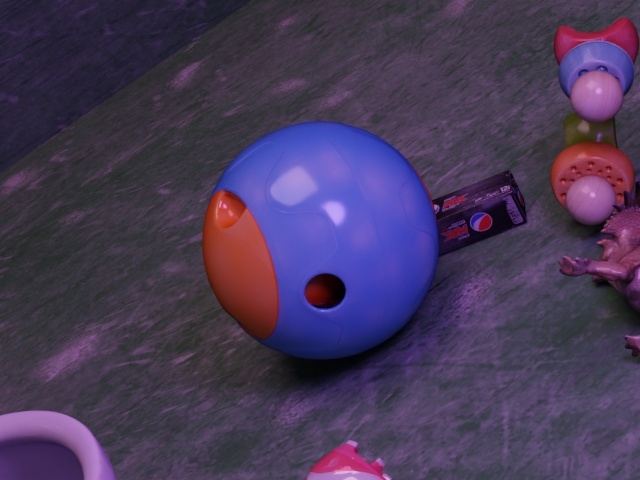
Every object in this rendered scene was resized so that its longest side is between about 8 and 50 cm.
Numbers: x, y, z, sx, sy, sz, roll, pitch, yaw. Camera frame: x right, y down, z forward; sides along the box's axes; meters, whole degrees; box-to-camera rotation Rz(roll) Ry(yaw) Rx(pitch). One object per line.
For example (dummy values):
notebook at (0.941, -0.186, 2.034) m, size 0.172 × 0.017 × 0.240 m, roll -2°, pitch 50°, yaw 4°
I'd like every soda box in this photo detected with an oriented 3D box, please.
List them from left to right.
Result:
soda box at (0.179, -0.028, 1.908) m, size 0.169 × 0.053 × 0.060 m, roll -21°, pitch 29°, yaw 16°

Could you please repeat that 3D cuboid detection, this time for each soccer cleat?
soccer cleat at (0.078, 0.287, 1.429) m, size 0.248 × 0.083 × 0.095 m, roll 31°, pitch 71°, yaw 38°

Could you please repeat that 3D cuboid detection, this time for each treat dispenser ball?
treat dispenser ball at (0.000, 0.000, 1.783) m, size 0.288 × 0.288 × 0.288 m, roll -23°, pitch 29°, yaw 13°

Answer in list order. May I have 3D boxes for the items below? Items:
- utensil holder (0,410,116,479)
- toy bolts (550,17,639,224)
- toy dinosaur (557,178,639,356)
utensil holder at (-0.229, 0.394, 1.257) m, size 0.328 × 0.385 × 0.327 m, roll -24°, pitch 28°, yaw 14°
toy bolts at (0.364, -0.138, 1.742) m, size 0.218 × 0.228 × 0.158 m, roll -11°, pitch 32°, yaw 18°
toy dinosaur at (0.391, 0.020, 1.566) m, size 0.296 × 0.127 × 0.200 m, roll 5°, pitch 37°, yaw 39°
